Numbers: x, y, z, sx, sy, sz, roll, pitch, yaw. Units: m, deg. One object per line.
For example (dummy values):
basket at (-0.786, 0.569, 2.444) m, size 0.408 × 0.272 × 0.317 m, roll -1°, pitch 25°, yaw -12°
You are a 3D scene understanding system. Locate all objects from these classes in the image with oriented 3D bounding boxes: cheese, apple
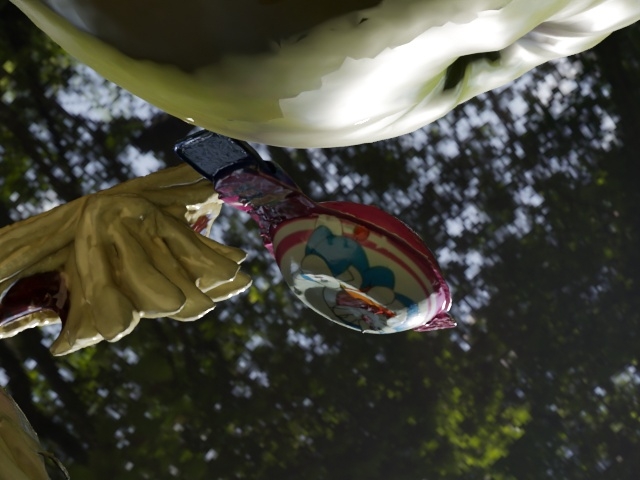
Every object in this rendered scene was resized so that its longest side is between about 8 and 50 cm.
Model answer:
cheese at (0.000, 0.000, 0.895) m, size 0.155 × 0.244 × 0.062 m, roll -13°, pitch -136°, yaw 53°
apple at (0.000, -0.270, 0.653) m, size 0.474 × 0.473 × 0.473 m, roll -24°, pitch -138°, yaw 24°

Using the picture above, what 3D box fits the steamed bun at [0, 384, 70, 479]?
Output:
steamed bun at (-0.323, 0.194, 0.842) m, size 0.280 × 0.207 × 0.268 m, roll -38°, pitch -134°, yaw -13°

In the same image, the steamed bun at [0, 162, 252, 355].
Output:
steamed bun at (-0.229, 0.029, 1.402) m, size 0.428 × 0.189 × 0.247 m, roll -23°, pitch 176°, yaw -44°
